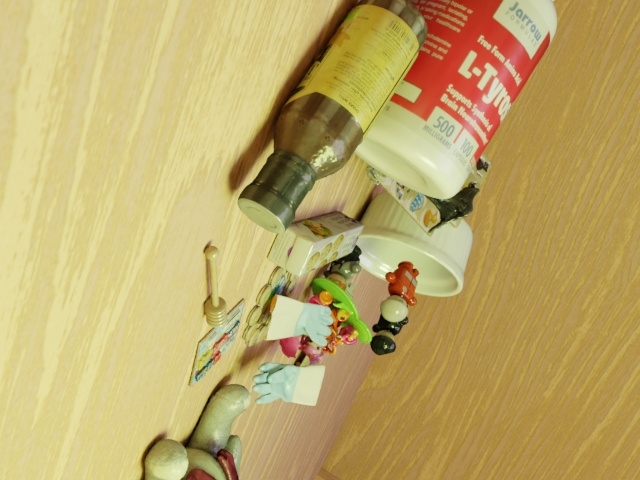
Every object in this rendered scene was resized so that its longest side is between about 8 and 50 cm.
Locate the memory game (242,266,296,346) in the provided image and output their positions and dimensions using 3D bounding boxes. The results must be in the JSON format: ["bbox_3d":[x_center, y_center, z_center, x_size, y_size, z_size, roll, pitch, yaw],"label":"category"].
[{"bbox_3d":[-0.084,0.108,1.358,0.186,0.012,0.186,-57,166,-22],"label":"memory game"}]

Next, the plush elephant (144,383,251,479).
[{"bbox_3d":[-0.155,0.454,1.239,0.330,0.255,0.272,-66,167,16],"label":"plush elephant"}]

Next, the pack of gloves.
[{"bbox_3d":[-0.058,0.204,1.411,0.232,0.046,0.195,21,84,-58],"label":"pack of gloves"}]

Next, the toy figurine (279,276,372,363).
[{"bbox_3d":[-0.007,0.188,1.545,0.159,0.173,0.130,-40,175,-29],"label":"toy figurine"}]

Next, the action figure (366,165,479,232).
[{"bbox_3d":[0.162,-0.149,1.349,0.141,0.275,0.164,-32,-178,-14],"label":"action figure"}]

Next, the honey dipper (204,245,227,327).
[{"bbox_3d":[-0.139,0.060,1.012,0.030,0.030,0.160,-53,162,-36],"label":"honey dipper"}]

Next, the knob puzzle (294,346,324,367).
[{"bbox_3d":[-0.020,0.285,1.922,0.213,0.030,0.213,-56,165,-24],"label":"knob puzzle"}]

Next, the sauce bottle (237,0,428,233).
[{"bbox_3d":[0.014,-0.165,0.969,0.344,0.111,0.111,-57,166,-21],"label":"sauce bottle"}]

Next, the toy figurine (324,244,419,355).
[{"bbox_3d":[0.099,0.133,1.673,0.213,0.209,0.148,102,11,-52],"label":"toy figurine"}]

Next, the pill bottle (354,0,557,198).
[{"bbox_3d":[0.209,-0.288,1.161,0.407,0.229,0.229,-58,167,-3],"label":"pill bottle"}]

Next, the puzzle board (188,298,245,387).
[{"bbox_3d":[-0.157,0.158,1.181,0.128,0.011,0.096,-46,160,-52],"label":"puzzle board"}]

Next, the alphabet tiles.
[{"bbox_3d":[0.230,-0.185,1.532,0.342,0.011,0.285,42,72,-38],"label":"alphabet tiles"}]

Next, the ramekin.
[{"bbox_3d":[0.207,0.005,1.722,0.277,0.277,0.135,83,28,-68],"label":"ramekin"}]

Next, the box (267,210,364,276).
[{"bbox_3d":[0.000,0.000,1.349,0.067,0.063,0.324,-64,167,13],"label":"box"}]
